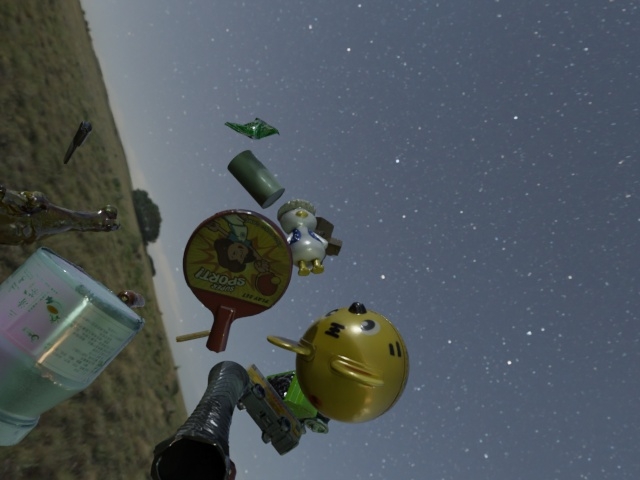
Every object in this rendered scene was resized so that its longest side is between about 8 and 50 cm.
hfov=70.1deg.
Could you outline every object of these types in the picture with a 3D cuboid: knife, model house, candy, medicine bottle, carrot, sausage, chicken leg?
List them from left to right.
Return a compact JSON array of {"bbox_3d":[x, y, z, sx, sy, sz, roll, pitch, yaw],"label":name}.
[{"bbox_3d":[-0.711,-0.049,1.148,0.361,0.212,0.140,24,63,-68],"label":"chicken leg"},{"bbox_3d":[-0.519,0.194,0.841,0.245,0.289,0.245,35,-15,11],"label":"medicine bottle"},{"bbox_3d":[-0.677,-0.270,1.256,0.231,0.028,0.059,-27,-120,43],"label":"knife"},{"bbox_3d":[-0.470,0.151,1.142,0.191,0.047,0.047,137,-64,-76],"label":"carrot"},{"bbox_3d":[-0.454,0.344,1.641,0.024,0.133,0.024,-11,90,-90],"label":"sausage"},{"bbox_3d":[-0.270,-0.445,1.835,0.141,0.203,0.078,16,-67,29],"label":"candy"},{"bbox_3d":[0.000,0.000,1.817,0.248,0.176,0.180,94,14,-81],"label":"model house"}]

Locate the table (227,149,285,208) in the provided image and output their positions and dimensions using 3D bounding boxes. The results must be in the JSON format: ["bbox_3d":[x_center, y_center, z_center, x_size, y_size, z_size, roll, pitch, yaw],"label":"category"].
[{"bbox_3d":[-0.263,-0.251,1.868,0.220,0.126,0.126,48,-26,7],"label":"table"}]

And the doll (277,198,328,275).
[{"bbox_3d":[-0.054,-0.017,1.322,0.293,0.139,0.119,-106,-164,-45],"label":"doll"}]

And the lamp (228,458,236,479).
[{"bbox_3d":[-0.309,0.719,1.406,0.090,0.101,0.101,-44,-118,43],"label":"lamp"}]

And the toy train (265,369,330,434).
[{"bbox_3d":[-0.082,0.616,1.745,0.307,0.173,0.249,-25,-62,42],"label":"toy train"}]

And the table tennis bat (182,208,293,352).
[{"bbox_3d":[-0.221,0.110,1.150,0.051,0.269,0.414,-89,-162,-65],"label":"table tennis bat"}]

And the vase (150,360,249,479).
[{"bbox_3d":[-0.175,0.284,0.733,0.237,0.116,0.115,-87,168,-76],"label":"vase"}]

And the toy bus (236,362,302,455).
[{"bbox_3d":[-0.161,0.496,1.352,0.268,0.092,0.106,51,15,2],"label":"toy bus"}]

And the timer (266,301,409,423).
[{"bbox_3d":[0.073,0.349,1.326,0.377,0.387,0.375,-15,-117,31],"label":"timer"}]
